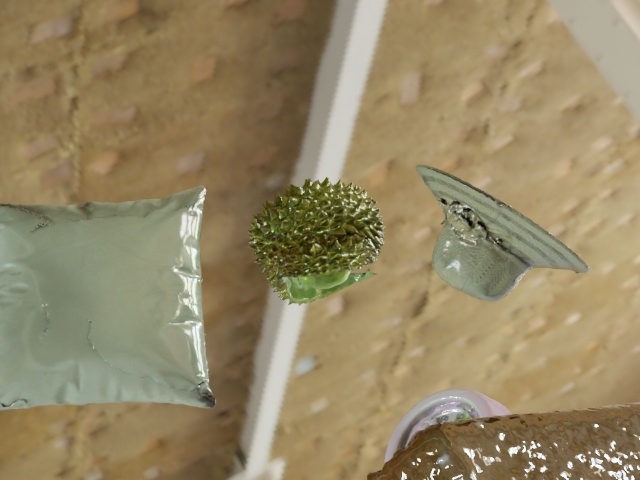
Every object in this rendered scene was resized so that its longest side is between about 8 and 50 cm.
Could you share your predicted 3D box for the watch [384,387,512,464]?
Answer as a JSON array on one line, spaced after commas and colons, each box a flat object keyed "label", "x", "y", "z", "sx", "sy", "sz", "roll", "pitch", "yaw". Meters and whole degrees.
[{"label": "watch", "x": 0.196, "y": 0.287, "z": 1.505, "sx": 0.231, "sy": 0.244, "sz": 0.196, "roll": 44, "pitch": -119, "yaw": -40}]

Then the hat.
[{"label": "hat", "x": 0.196, "y": 0.015, "z": 1.794, "sx": 0.110, "sy": 0.252, "sz": 0.252, "roll": -58, "pitch": -27, "yaw": -3}]

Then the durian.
[{"label": "durian", "x": -0.001, "y": -0.002, "z": 2.170, "sx": 0.200, "sy": 0.177, "sz": 0.237, "roll": -5, "pitch": -12, "yaw": 16}]

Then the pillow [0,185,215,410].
[{"label": "pillow", "x": -0.295, "y": 0.079, "z": 1.909, "sx": 0.312, "sy": 0.310, "sz": 0.119, "roll": -4, "pitch": -25, "yaw": 3}]

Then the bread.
[{"label": "bread", "x": 0.167, "y": 0.189, "z": 0.959, "sx": 0.416, "sy": 0.113, "sz": 0.165, "roll": 2, "pitch": -41, "yaw": -51}]
